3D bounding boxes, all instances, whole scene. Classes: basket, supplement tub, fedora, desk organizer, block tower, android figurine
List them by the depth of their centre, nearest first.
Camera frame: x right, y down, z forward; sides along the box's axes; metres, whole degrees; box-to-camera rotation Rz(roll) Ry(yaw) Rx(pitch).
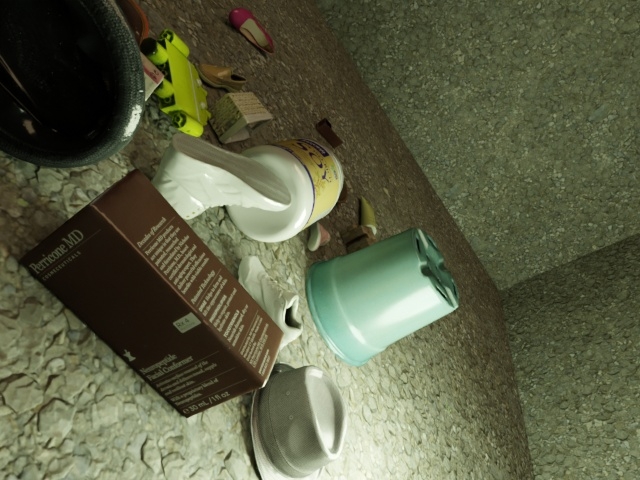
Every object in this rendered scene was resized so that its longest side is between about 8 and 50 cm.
[{"bbox_3d":[-0.431,-0.291,0.764,0.334,0.334,0.152,48,11,-25],"label":"fedora"},{"bbox_3d":[-0.027,0.373,0.986,0.243,0.124,0.275,37,34,-39],"label":"fedora"},{"bbox_3d":[-0.340,-0.375,1.162,0.273,0.056,0.248,23,55,-77],"label":"android figurine"},{"bbox_3d":[-0.083,-0.148,1.279,0.241,0.241,0.331,59,26,-4],"label":"supplement tub"},{"bbox_3d":[-0.234,-0.356,1.364,0.103,0.113,0.167,56,26,-5],"label":"basket"},{"bbox_3d":[0.178,0.101,1.673,0.097,0.091,0.335,10,55,-57],"label":"block tower"},{"bbox_3d":[0.040,-0.459,2.035,0.130,0.050,0.047,41,32,-35],"label":"desk organizer"}]

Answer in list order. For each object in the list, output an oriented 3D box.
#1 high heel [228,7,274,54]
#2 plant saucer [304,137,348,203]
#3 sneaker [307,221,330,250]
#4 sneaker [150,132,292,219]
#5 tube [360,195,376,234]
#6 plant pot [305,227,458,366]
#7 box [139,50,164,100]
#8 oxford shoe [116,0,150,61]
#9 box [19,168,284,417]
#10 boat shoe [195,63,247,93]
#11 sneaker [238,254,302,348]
[{"bbox_3d":[-0.256,-0.786,1.799,0.117,0.082,0.244,55,12,10],"label":"high heel"},{"bbox_3d":[0.009,-0.256,1.786,0.278,0.041,0.278,43,30,-33],"label":"plant saucer"},{"bbox_3d":[0.000,0.000,1.496,0.070,0.051,0.134,42,27,-24],"label":"sneaker"},{"bbox_3d":[-0.223,-0.108,1.057,0.292,0.169,0.108,24,39,-28],"label":"sneaker"},{"bbox_3d":[0.196,-0.100,1.951,0.240,0.062,0.070,-82,177,-58],"label":"tube"},{"bbox_3d":[0.190,0.143,1.374,0.341,0.334,0.341,42,30,-32],"label":"plant pot"},{"bbox_3d":[-0.450,-0.341,0.914,0.232,0.148,0.127,46,29,-29],"label":"box"},{"bbox_3d":[-0.460,-0.467,1.091,0.098,0.097,0.271,12,53,-50],"label":"oxford shoe"},{"bbox_3d":[-0.254,0.098,0.776,0.381,0.191,0.143,52,27,-17],"label":"box"},{"bbox_3d":[-0.297,-0.505,1.445,0.190,0.072,0.068,-9,72,-63],"label":"boat shoe"},{"bbox_3d":[-0.105,0.130,1.099,0.232,0.115,0.090,64,26,6],"label":"sneaker"}]
